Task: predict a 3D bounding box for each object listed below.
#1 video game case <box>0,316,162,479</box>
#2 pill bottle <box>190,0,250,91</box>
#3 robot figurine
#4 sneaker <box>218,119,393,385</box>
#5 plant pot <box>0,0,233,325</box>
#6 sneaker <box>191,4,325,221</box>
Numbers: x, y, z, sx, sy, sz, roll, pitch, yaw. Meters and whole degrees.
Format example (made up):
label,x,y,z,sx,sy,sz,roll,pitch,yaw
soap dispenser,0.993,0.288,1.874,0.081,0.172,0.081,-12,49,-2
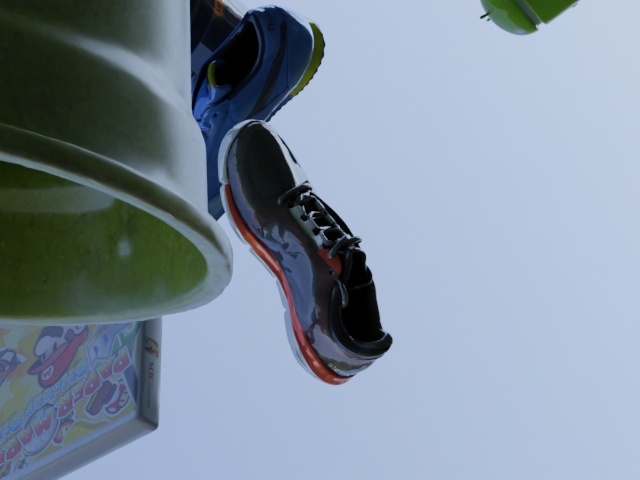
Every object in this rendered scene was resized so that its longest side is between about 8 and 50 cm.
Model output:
label,x,y,z,sx,sy,sz,roll,pitch,yaw
video game case,-0.203,0.088,1.411,0.026,0.227,0.206,36,-141,-38
pill bottle,-0.163,-0.192,1.497,0.245,0.130,0.130,39,-103,-41
robot figurine,0.172,-0.205,1.486,0.115,0.101,0.067,-36,-97,13
sneaker,0.000,0.000,1.069,0.061,0.065,0.158,-27,-88,-41
plant pot,-0.157,-0.122,0.772,0.276,0.276,0.254,19,-110,-38
sneaker,-0.082,-0.091,1.455,0.082,0.069,0.209,6,-55,-52
